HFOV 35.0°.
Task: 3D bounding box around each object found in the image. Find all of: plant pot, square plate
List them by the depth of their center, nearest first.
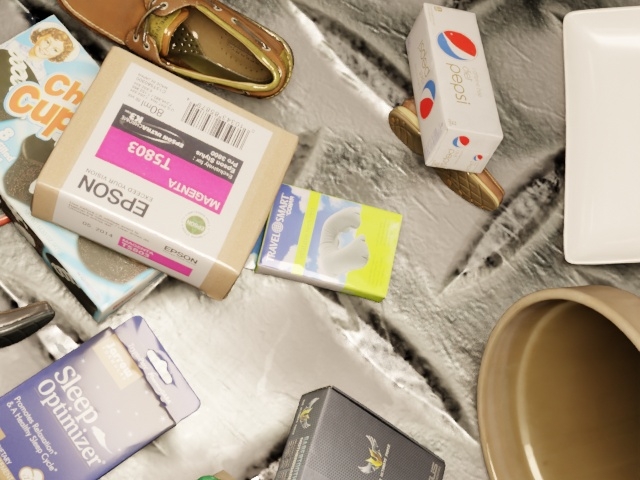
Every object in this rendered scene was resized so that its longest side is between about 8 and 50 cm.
[{"bbox_3d":[0.376,0.192,1.109,0.280,0.323,0.323,-8,77,-27],"label":"plant pot"},{"bbox_3d":[0.480,-0.135,1.263,0.347,0.049,0.344,-1,75,17],"label":"square plate"}]

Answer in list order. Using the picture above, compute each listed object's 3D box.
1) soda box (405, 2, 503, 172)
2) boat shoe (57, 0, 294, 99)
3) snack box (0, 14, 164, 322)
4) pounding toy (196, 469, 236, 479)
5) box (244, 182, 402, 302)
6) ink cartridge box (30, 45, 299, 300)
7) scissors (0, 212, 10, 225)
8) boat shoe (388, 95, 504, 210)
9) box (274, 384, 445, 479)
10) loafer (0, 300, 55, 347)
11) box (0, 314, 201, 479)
[{"bbox_3d":[0.158,-0.186,1.226,0.074,0.069,0.216,7,52,-15],"label":"soda box"},{"bbox_3d":[-0.175,-0.258,1.198,0.307,0.104,0.110,20,107,-2],"label":"boat shoe"},{"bbox_3d":[-0.281,-0.087,1.166,0.187,0.060,0.322,-39,85,-26],"label":"snack box"},{"bbox_3d":[-0.123,0.307,1.080,0.100,0.130,0.141,-27,90,-15],"label":"pounding toy"},{"bbox_3d":[0.000,0.000,1.212,0.178,0.042,0.109,14,74,-6],"label":"box"},{"bbox_3d":[-0.167,-0.073,1.114,0.235,0.088,0.193,25,62,-8],"label":"ink cartridge box"},{"bbox_3d":[-0.456,-0.017,1.155,0.297,0.021,0.109,-36,86,-17],"label":"scissors"},{"bbox_3d":[0.165,-0.113,1.254,0.060,0.064,0.178,-42,82,-17],"label":"boat shoe"},{"bbox_3d":[0.030,0.297,1.066,0.183,0.059,0.232,37,51,-23],"label":"box"},{"bbox_3d":[-0.381,0.092,1.121,0.170,0.062,0.061,-17,75,-14],"label":"loafer"},{"bbox_3d":[-0.259,0.192,1.128,0.225,0.036,0.136,-34,84,-16],"label":"box"}]
